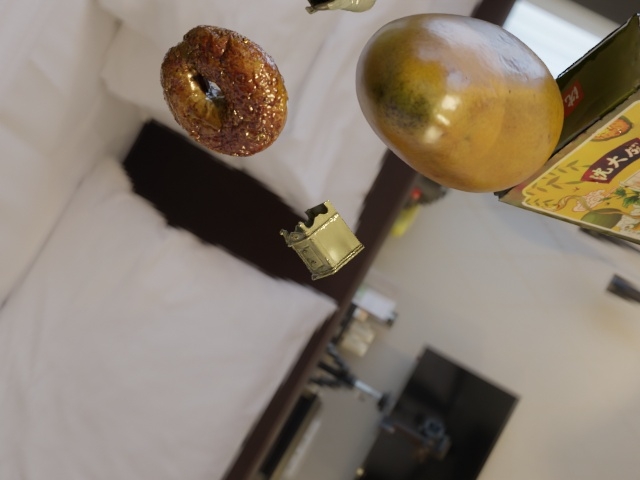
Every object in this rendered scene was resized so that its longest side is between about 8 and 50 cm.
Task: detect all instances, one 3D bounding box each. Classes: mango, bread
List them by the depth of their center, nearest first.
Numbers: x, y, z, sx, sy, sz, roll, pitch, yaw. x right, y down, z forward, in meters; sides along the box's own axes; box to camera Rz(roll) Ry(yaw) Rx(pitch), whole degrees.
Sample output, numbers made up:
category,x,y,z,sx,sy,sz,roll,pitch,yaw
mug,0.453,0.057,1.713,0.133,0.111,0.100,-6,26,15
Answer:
category,x,y,z,sx,sy,sz,roll,pitch,yaw
bread,-0.124,-0.184,1.623,0.064,0.193,0.193,-55,170,-40
mango,0.179,-0.188,1.717,0.221,0.264,0.378,-49,159,21

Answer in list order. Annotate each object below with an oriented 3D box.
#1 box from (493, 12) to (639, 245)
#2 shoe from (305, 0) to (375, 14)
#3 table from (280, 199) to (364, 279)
category,x,y,z,sx,sy,sz,roll,pitch,yaw
box,0.535,-0.146,1.980,0.373,0.420,0.138,-40,-138,50
shoe,0.027,-0.525,2.264,0.159,0.124,0.316,-24,141,-24
table,0.000,0.000,1.749,0.062,0.083,0.079,-39,-172,-24
